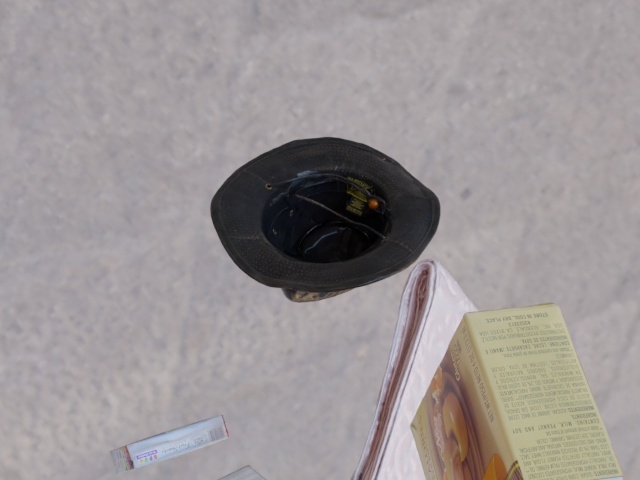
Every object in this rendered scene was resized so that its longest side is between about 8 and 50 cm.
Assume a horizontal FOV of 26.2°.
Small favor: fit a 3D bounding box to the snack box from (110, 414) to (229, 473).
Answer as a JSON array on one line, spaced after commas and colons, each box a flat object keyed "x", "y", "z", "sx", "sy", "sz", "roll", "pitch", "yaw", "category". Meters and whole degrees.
[{"x": -0.206, "y": 0.278, "z": 1.875, "sx": 0.141, "sy": 0.037, "sz": 0.100, "roll": -15, "pitch": 172, "yaw": -25, "category": "snack box"}]

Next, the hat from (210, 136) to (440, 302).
[{"x": 0.000, "y": 0.000, "z": 1.910, "sx": 0.331, "sy": 0.331, "sz": 0.134, "roll": -20, "pitch": 138, "yaw": -29, "category": "hat"}]

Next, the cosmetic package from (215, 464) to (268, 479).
[{"x": 0.009, "y": 0.234, "z": 0.742, "sx": 0.107, "sy": 0.238, "sz": 0.127, "roll": -53, "pitch": 166, "yaw": 7, "category": "cosmetic package"}]

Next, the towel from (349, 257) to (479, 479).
[{"x": 0.148, "y": 0.233, "z": 1.661, "sx": 0.332, "sy": 0.053, "sz": 0.317, "roll": 48, "pitch": 55, "yaw": -50, "category": "towel"}]

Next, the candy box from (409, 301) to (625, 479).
[{"x": 0.165, "y": 0.229, "z": 1.032, "sx": 0.087, "sy": 0.317, "sz": 0.183, "roll": -6, "pitch": 146, "yaw": -16, "category": "candy box"}]
